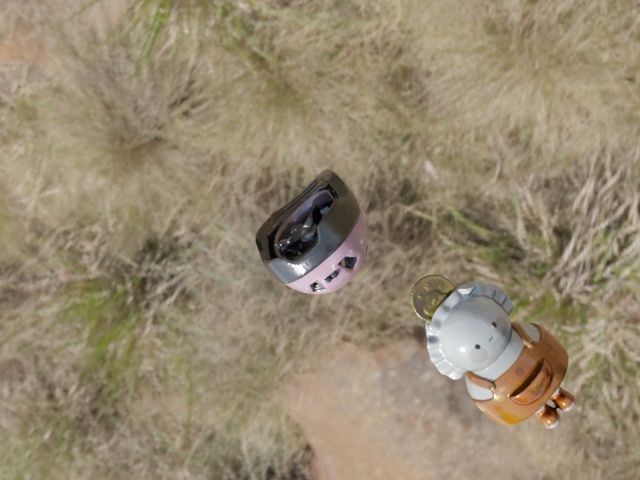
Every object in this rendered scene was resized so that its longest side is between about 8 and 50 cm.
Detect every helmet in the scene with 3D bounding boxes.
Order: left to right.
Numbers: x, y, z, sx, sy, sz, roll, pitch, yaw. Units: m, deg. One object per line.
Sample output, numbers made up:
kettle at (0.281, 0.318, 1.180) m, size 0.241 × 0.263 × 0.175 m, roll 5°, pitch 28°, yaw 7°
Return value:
helmet at (0.000, 0.000, 1.836) m, size 0.198 × 0.253 × 0.154 m, roll -40°, pitch 100°, yaw 12°

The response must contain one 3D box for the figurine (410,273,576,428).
figurine at (0.224, 0.143, 1.407) m, size 0.271 × 0.143 × 0.143 m, roll 40°, pitch 138°, yaw -1°
